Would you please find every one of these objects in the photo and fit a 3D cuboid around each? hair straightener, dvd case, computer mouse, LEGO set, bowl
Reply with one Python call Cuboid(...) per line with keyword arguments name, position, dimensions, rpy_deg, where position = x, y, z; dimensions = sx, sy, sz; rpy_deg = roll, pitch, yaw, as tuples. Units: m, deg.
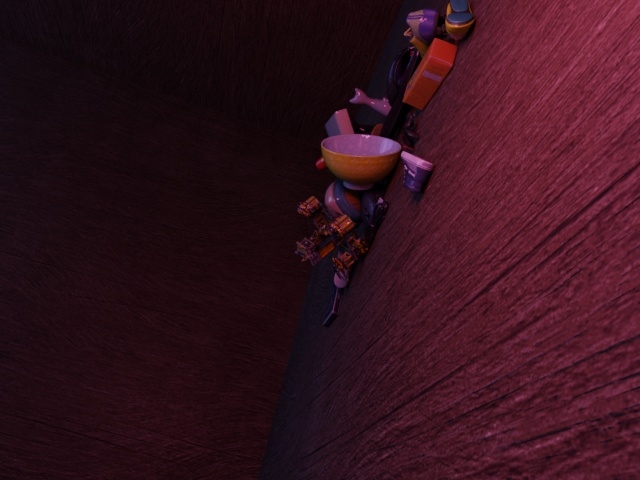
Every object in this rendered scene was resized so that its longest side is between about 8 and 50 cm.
Cuboid(name="hair straightener", position=(0.301, -0.371, 1.546), dimensions=(0.230, 0.047, 0.089), rpy_deg=(-72, 2, -61))
Cuboid(name="dvd case", position=(0.067, 0.236, 2.025), dimensions=(0.179, 0.029, 0.239), rpy_deg=(115, 172, -59))
Cuboid(name="computer mouse", position=(0.187, -0.128, 1.728), dimensions=(0.272, 0.072, 0.189), rpy_deg=(-79, 8, -55))
Cuboid(name="LEGO set", position=(0.000, 0.000, 1.757), dimensions=(0.192, 0.331, 0.255), rpy_deg=(-39, -43, -14))
Cuboid(name="bowl", position=(0.144, -0.276, 1.708), dimensions=(0.289, 0.289, 0.156), rpy_deg=(-82, -6, -63))

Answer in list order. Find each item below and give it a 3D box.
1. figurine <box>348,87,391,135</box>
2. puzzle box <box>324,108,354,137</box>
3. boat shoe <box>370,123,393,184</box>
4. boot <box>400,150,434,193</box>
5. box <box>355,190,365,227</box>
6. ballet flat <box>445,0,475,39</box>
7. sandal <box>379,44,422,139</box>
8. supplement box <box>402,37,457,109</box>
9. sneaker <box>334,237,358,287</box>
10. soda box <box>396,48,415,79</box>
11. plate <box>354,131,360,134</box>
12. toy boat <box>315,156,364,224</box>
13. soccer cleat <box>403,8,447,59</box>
Cuboid(name="figurine", position=(0.219, -0.579, 2.169), dimensions=(0.092, 0.209, 0.215), rpy_deg=(-81, 10, -61))
Cuboid(name="puzzle box", position=(0.104, -0.427, 2.118), dimensions=(0.409, 0.052, 0.272), rpy_deg=(-130, 20, -81))
Cuboid(name="boat shoe", position=(0.228, -0.349, 1.896), dimensions=(0.096, 0.098, 0.277), rpy_deg=(118, 168, -60))
Cuboid(name="boot", position=(0.246, -0.187, 1.273), dimensions=(0.190, 0.069, 0.086), rpy_deg=(-95, 26, -73))
Cuboid(name="box", position=(0.195, -0.256, 2.113), dimensions=(0.293, 0.073, 0.296), rpy_deg=(-76, 6, -48))
Cuboid(name="ballet flat", position=(0.384, -0.604, 1.297), dimensions=(0.231, 0.077, 0.077), rpy_deg=(-73, -17, -46))
Cuboid(name="sandal", position=(0.288, -0.564, 1.693), dimensions=(0.167, 0.107, 0.446), rpy_deg=(-47, -15, -45))
Cuboid(name="supplement box", position=(0.329, -0.502, 1.433), dimensions=(0.233, 0.080, 0.078), rpy_deg=(116, 173, -70))
Cuboid(name="sneaker", position=(0.107, 0.084, 1.901), dimensions=(0.094, 0.080, 0.212), rpy_deg=(-18, -53, -77))
Cuboid(name="soda box", position=(0.367, -0.743, 2.006), dimensions=(0.169, 0.053, 0.060), rpy_deg=(120, 166, -71))
Cuboid(name="plate", position=(0.211, -0.450, 2.273), dimensions=(0.024, 0.188, 0.188), rpy_deg=(-17, 39, 29))
Cuboid(name="toy boat", position=(0.096, -0.215, 1.859), dimensions=(0.148, 0.319, 0.267), rpy_deg=(-25, -6, 27))
Cuboid(name="soccer cleat", position=(0.320, -0.620, 1.439), dimensions=(0.289, 0.121, 0.094), rpy_deg=(12, -90, -76))
